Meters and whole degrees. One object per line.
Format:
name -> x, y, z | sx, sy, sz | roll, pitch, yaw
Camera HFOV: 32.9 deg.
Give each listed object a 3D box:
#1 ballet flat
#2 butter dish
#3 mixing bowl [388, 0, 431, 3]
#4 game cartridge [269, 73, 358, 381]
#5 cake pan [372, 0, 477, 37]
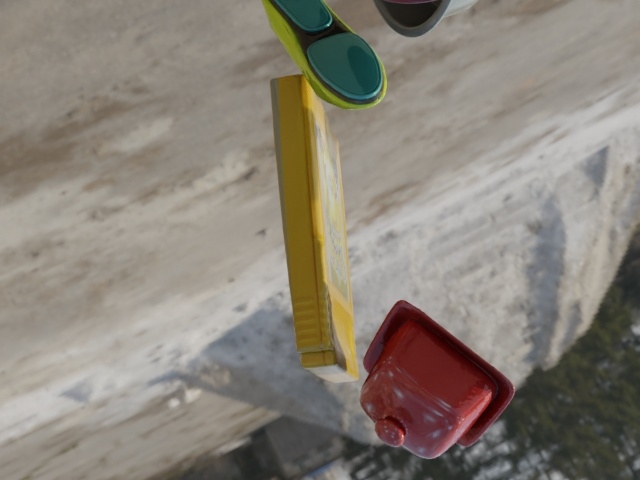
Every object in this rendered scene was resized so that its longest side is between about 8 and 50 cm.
ballet flat -> 0.003, -0.201, 1.165 | 0.077, 0.231, 0.077 | -21, 145, -18
butter dish -> 0.101, 0.173, 1.162 | 0.118, 0.160, 0.160 | -45, 167, -37
mixing bowl -> 0.054, -0.264, 0.742 | 0.181, 0.181, 0.098 | -31, 166, 19
game cartridge -> 0.000, 0.000, 1.292 | 0.052, 0.324, 0.285 | -8, 168, 6
cake pan -> 0.102, -0.342, 1.028 | 0.054, 0.293, 0.293 | -7, 165, -17
